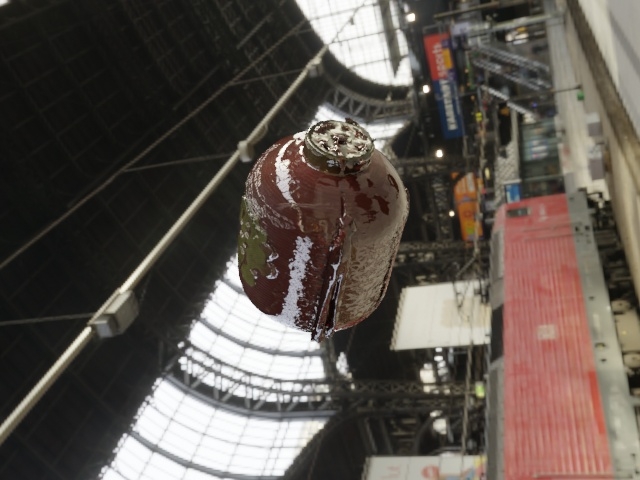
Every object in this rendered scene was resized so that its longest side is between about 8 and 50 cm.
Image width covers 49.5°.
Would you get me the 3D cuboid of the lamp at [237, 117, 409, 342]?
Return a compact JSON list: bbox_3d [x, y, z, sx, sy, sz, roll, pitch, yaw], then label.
[{"bbox_3d":[0.000,0.000,0.737,0.180,0.180,0.258,-73,-5,-51],"label":"lamp"}]
